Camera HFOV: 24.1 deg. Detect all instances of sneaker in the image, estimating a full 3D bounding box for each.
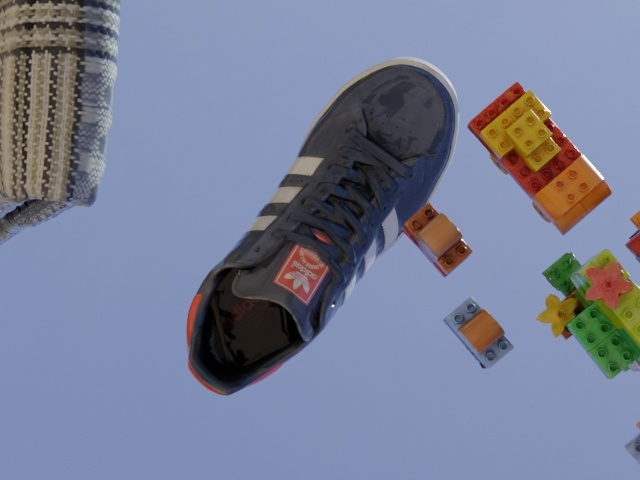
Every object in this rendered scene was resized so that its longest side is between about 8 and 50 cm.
[{"bbox_3d":[0.000,0.000,1.305,0.131,0.148,0.350,33,-71,-4],"label":"sneaker"}]

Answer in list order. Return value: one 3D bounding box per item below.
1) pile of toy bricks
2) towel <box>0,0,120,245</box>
[{"bbox_3d":[0.130,0.029,0.669,0.118,0.105,0.212,-41,-96,-2],"label":"pile of toy bricks"},{"bbox_3d":[-0.141,-0.149,0.661,0.324,0.056,0.312,165,-72,-69],"label":"towel"}]
